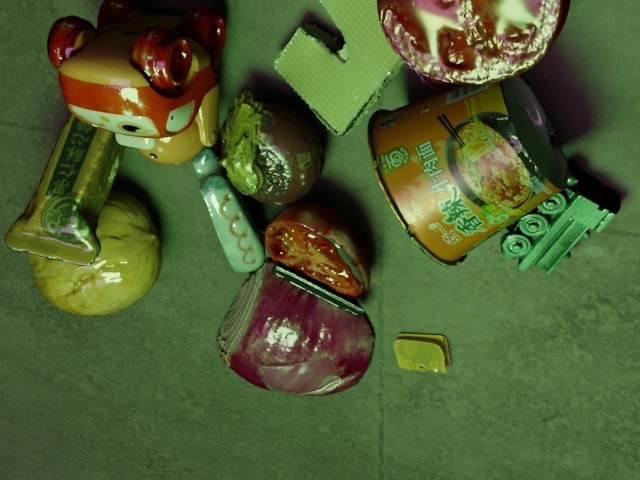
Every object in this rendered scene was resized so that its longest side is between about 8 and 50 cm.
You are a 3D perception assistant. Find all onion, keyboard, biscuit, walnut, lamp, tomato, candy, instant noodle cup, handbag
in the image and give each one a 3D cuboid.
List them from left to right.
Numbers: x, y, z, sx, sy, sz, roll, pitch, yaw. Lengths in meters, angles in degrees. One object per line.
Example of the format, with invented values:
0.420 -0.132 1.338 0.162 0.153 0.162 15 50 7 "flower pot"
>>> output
-0.357 -0.092 1.742 0.143 0.271 0.101 17 162 10 "candy"
-0.351 0.020 1.854 0.221 0.195 0.195 -18 114 26 "walnut"
-0.075 -0.119 1.656 0.157 0.135 0.156 24 132 7 "lamp"
-0.050 0.175 1.873 0.247 0.111 0.250 33 129 3 "onion"
-0.004 0.077 1.783 0.155 0.010 0.053 27 166 -2 "keyboard"
0.006 -0.001 1.723 0.166 0.082 0.174 22 154 14 "tomato"
0.045 -0.265 1.540 0.147 0.046 0.250 45 131 8 "biscuit"
0.158 0.175 1.828 0.083 0.027 0.061 1 123 27 "handbag"
0.197 -0.105 1.499 0.182 0.230 0.230 -28 109 26 "instant noodle cup"
0.195 -0.298 1.401 0.233 0.139 0.200 -7 110 31 "tomato"

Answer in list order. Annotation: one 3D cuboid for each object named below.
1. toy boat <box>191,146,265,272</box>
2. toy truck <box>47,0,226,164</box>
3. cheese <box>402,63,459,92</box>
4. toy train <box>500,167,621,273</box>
-0.127 -0.042 1.746 0.078 0.134 0.208 -22 127 -4 "toy boat"
-0.237 -0.199 1.603 0.189 0.265 0.239 11 116 19 "toy truck"
0.144 -0.239 1.534 0.145 0.038 0.095 17 128 23 "cheese"
0.317 -0.023 1.588 0.111 0.071 0.170 29 131 -5 "toy train"
